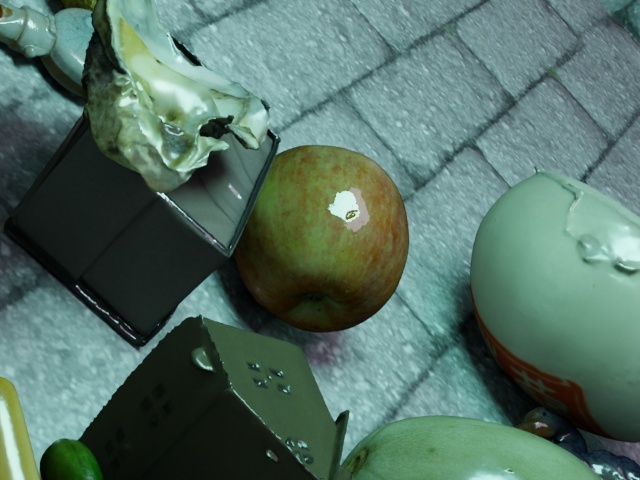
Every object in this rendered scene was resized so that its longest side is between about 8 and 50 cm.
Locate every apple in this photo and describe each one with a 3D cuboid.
[{"bbox_3d":[0.000,0.000,1.708,0.188,0.188,0.173,30,47,-30],"label":"apple"}]

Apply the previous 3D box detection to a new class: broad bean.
[{"bbox_3d":[-0.164,0.260,1.222,0.049,0.144,0.292,-11,56,-18],"label":"broad bean"}]

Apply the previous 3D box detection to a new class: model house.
[{"bbox_3d":[-0.054,0.225,1.318,0.204,0.211,0.243,16,37,-42],"label":"model house"}]

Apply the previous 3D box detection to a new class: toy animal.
[{"bbox_3d":[0.321,0.317,1.827,0.298,0.122,0.185,42,24,7],"label":"toy animal"}]

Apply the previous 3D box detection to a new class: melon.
[{"bbox_3d":[0.149,0.291,1.485,0.308,0.271,0.272,25,25,14],"label":"melon"}]

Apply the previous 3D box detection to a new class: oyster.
[{"bbox_3d":[-0.141,-0.138,1.462,0.275,0.100,0.271,48,25,24],"label":"oyster"}]

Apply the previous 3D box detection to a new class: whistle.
[{"bbox_3d":[-0.282,-0.207,1.712,0.220,0.057,0.107,18,44,-37],"label":"whistle"}]

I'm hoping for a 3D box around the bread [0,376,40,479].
[{"bbox_3d":[-0.236,0.219,1.215,0.074,0.092,0.239,-11,58,-18],"label":"bread"}]

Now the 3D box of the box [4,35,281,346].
[{"bbox_3d":[-0.165,-0.059,1.587,0.188,0.153,0.252,42,30,-10],"label":"box"}]

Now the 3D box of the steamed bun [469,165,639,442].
[{"bbox_3d":[0.334,0.100,1.963,0.374,0.241,0.374,36,1,-1],"label":"steamed bun"}]

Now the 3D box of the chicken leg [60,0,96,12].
[{"bbox_3d":[-0.284,-0.331,1.831,0.087,0.107,0.251,-8,51,-45],"label":"chicken leg"}]
